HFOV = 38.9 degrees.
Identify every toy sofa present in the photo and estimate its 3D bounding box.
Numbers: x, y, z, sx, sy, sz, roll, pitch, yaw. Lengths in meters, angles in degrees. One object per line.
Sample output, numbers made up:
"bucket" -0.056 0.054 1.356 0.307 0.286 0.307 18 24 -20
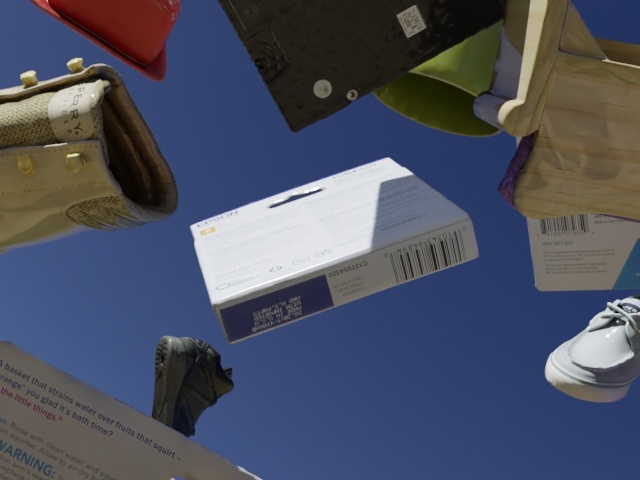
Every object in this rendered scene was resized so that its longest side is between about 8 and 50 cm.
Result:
"toy sofa" 0.319 -0.094 0.757 0.362 0.150 0.177 9 -76 -3

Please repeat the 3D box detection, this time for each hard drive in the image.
"hard drive" 0.065 -0.282 0.828 0.237 0.338 0.064 59 5 -21

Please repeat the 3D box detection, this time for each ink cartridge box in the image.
"ink cartridge box" 0.000 0.000 1.210 0.330 0.324 0.071 -127 -161 -70
"ink cartridge box" 0.395 -0.097 1.217 0.223 0.129 0.308 -3 -77 33

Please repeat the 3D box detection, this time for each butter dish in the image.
"butter dish" -0.194 -0.264 0.902 0.160 0.160 0.118 31 -60 -33

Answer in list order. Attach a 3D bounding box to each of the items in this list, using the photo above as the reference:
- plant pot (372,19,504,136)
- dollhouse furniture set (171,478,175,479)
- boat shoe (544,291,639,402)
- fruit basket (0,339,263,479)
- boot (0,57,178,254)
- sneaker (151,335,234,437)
"plant pot" 0.264 -0.387 1.715 0.274 0.294 0.275 21 -9 3
"dollhouse furniture set" -0.199 0.370 1.045 0.242 0.212 0.161 7 13 -36
"boat shoe" 0.303 0.093 0.913 0.079 0.227 0.081 29 -61 36
"fruit basket" -0.118 0.283 0.535 0.327 0.353 0.165 26 1 5
"boot" -0.212 -0.058 0.479 0.203 0.095 0.262 -11 -29 15
"sneaker" -0.204 0.269 1.460 0.130 0.228 0.087 6 -2 -29
